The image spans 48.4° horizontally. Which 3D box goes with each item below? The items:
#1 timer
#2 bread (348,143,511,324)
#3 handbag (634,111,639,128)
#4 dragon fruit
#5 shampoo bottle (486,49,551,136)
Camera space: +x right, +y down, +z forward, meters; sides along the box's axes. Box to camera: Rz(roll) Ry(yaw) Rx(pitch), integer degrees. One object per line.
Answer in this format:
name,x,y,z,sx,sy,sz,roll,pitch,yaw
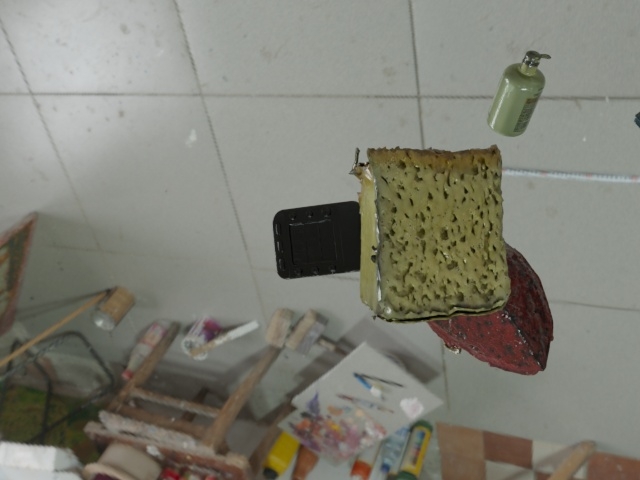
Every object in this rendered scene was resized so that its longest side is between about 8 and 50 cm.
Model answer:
timer,0.000,0.000,1.441,0.188,0.055,0.144,-7,87,10
bread,0.080,-0.009,0.985,0.315,0.279,0.248,-12,82,47
handbag,0.638,-0.214,1.122,0.229,0.062,0.179,-41,76,19
dragon fruit,0.297,0.098,1.351,0.205,0.152,0.317,-27,99,50
shampoo bottle,0.362,-0.272,1.300,0.079,0.079,0.162,20,137,10
